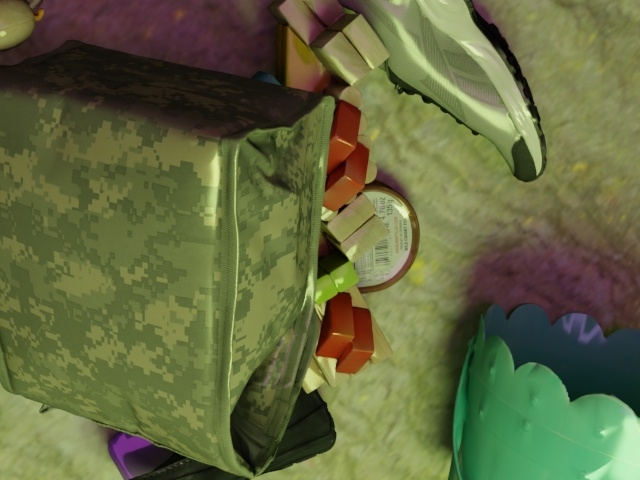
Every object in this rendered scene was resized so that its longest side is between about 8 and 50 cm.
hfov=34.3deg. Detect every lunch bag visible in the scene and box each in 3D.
[{"bbox_3d":[-0.128,0.019,0.774,0.235,0.169,0.287,14,114,21],"label":"lunch bag"}]

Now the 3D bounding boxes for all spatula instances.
[{"bbox_3d":[-0.187,0.116,0.917,0.084,0.030,0.296,-33,109,-12],"label":"spatula"}]

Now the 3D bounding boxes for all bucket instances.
[{"bbox_3d":[0.251,0.191,0.947,0.281,0.281,0.183,11,103,-19],"label":"bucket"}]

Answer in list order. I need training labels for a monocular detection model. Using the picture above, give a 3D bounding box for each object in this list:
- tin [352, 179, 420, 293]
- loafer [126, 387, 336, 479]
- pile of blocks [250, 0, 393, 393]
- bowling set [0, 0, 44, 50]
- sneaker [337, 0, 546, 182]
[{"bbox_3d":[0.000,0.000,0.946,0.189,0.040,0.106,-7,100,-15],"label":"tin"},{"bbox_3d":[-0.087,0.182,0.922,0.223,0.076,0.078,-16,82,-34],"label":"loafer"},{"bbox_3d":[-0.014,-0.033,0.856,0.148,0.112,0.362,-7,104,-15],"label":"pile of blocks"},{"bbox_3d":[-0.361,-0.183,0.731,0.287,0.154,0.200,-27,109,-10],"label":"bowling set"},{"bbox_3d":[0.113,-0.156,0.924,0.108,0.100,0.271,-32,115,18],"label":"sneaker"}]
